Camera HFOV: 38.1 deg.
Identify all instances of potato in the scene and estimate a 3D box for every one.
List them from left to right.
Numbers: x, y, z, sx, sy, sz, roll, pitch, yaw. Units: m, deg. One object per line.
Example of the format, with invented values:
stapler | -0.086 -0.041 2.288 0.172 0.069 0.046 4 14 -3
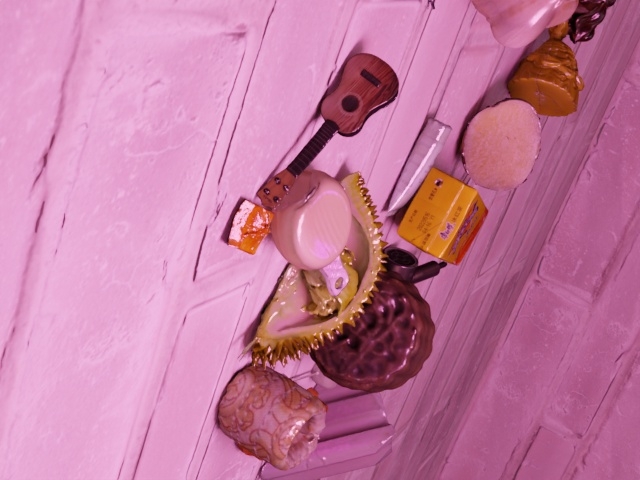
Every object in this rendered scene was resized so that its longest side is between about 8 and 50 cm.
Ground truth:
potato | 0.377 -0.213 2.026 0.117 0.182 0.202 -144 -120 -74

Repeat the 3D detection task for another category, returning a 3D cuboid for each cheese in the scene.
cheese | 0.000 0.000 1.388 0.137 0.064 0.227 -46 136 -24

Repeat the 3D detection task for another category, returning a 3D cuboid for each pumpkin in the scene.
pumpkin | -0.094 -0.013 1.277 0.073 0.035 0.101 -60 162 4

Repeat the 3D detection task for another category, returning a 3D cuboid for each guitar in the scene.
guitar | 0.007 -0.147 1.305 0.271 0.084 0.038 -50 169 -9

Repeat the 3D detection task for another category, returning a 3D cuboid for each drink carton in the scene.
drink carton | 0.261 -0.040 1.929 0.154 0.111 0.351 -61 167 3

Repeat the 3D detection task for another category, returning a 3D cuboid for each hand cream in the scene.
hand cream | 0.182 -0.135 1.766 0.204 0.050 0.078 -62 165 16

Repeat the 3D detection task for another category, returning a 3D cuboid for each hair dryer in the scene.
hair dryer | 0.194 0.099 1.999 0.248 0.078 0.195 -15 133 -46

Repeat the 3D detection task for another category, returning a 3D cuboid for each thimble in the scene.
thimble | -0.077 0.297 1.561 0.137 0.144 0.190 -59 160 -8

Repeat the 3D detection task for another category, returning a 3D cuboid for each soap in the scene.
soap | -0.005 0.367 1.980 0.302 0.257 0.159 -15 154 2

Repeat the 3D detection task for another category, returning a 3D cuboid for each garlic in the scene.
garlic | 0.338 -0.462 1.549 0.203 0.185 0.280 -108 -157 -83

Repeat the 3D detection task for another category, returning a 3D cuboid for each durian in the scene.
durian | -0.008 0.064 1.534 0.169 0.157 0.355 36 81 -34

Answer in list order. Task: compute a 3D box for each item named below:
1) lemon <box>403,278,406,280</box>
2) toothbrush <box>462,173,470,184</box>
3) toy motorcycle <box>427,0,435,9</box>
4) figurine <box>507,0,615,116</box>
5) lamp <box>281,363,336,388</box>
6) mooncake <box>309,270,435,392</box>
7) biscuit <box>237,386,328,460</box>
lemon | 0.116 0.168 1.803 0.187 0.187 0.244 -32 145 -53
toothbrush | 0.384 -0.210 2.180 0.294 0.026 0.028 -58 178 -8
toy motorcycle | 0.187 -0.430 1.378 0.100 0.058 0.173 -42 152 -27
figurine | 0.556 -0.465 2.132 0.187 0.168 0.315 30 76 -43
lamp | -0.032 0.274 1.781 0.198 0.056 0.050 -6 125 -62
mooncake | 0.085 0.158 1.652 0.228 0.228 0.124 -62 162 2
biscuit | -0.073 0.356 1.775 0.280 0.043 0.183 -3 128 -55
